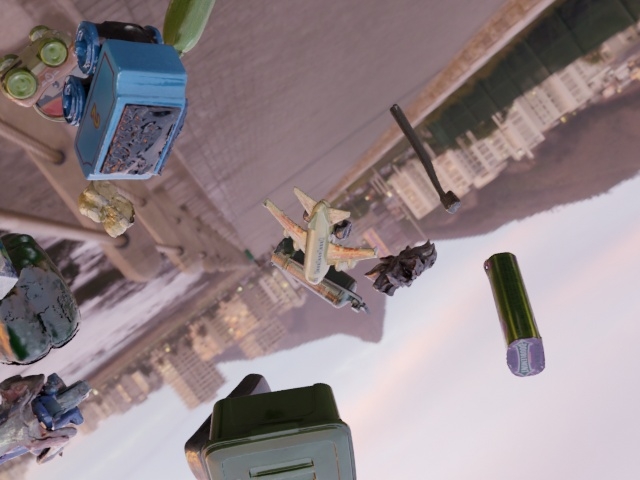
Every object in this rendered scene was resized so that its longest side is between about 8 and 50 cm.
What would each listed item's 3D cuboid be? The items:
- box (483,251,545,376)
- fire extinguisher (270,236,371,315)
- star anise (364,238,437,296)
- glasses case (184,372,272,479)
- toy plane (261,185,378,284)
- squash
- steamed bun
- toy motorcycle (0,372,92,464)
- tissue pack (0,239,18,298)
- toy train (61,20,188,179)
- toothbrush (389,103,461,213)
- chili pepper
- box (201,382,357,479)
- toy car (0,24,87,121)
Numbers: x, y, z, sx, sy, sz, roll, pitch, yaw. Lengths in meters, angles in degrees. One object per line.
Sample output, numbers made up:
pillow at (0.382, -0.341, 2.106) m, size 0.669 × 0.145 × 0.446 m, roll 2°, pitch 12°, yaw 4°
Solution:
box at (0.494, 0.180, 1.860) m, size 0.097 × 0.134 × 0.346 m, roll -12°, pitch -145°, yaw 11°
fire extinguisher at (0.013, 0.101, 1.843) m, size 0.093 × 0.294 × 0.118 m, roll -53°, pitch 174°, yaw -17°
star anise at (0.259, 0.092, 2.242) m, size 0.236 × 0.109 × 0.223 m, roll -28°, pitch -167°, yaw 3°
glasses case at (-0.231, 0.489, 1.901) m, size 0.074 × 0.131 × 0.323 m, roll -4°, pitch -155°, yaw 33°
toy plane at (0.000, 0.000, 1.317) m, size 0.092 × 0.229 × 0.244 m, roll -56°, pitch 162°, yaw -27°
squash at (-0.305, -0.619, 1.780) m, size 0.107 × 0.107 × 0.395 m, roll 167°, pitch -60°, yaw -87°
steamed bun at (-0.665, -0.105, 2.223) m, size 0.106 × 0.177 × 0.192 m, roll -39°, pitch -149°, yaw 11°
toy motorcycle at (-0.611, 0.355, 1.422) m, size 0.319 × 0.182 × 0.241 m, roll -30°, pitch 155°, yaw 31°
tissue pack at (-0.520, 0.022, 1.103) m, size 0.079 × 0.111 × 0.085 m, roll -45°, pitch 152°, yaw 16°
toy train at (-0.402, -0.277, 1.468) m, size 0.188 × 0.265 × 0.300 m, roll -6°, pitch 144°, yaw -37°
toothbrush at (0.211, -0.177, 1.490) m, size 0.030 × 0.297 × 0.030 m, roll 7°, pitch 137°, yaw -41°
chili pepper at (-0.666, 0.126, 1.590) m, size 0.233 × 0.257 × 0.248 m, roll -33°, pitch -145°, yaw -34°
box at (-0.095, 0.464, 1.652) m, size 0.328 × 0.253 × 0.178 m, roll -9°, pitch -143°, yaw -4°
toy car at (-0.697, -0.419, 1.888) m, size 0.235 × 0.235 × 0.145 m, roll -37°, pitch -136°, yaw -7°
